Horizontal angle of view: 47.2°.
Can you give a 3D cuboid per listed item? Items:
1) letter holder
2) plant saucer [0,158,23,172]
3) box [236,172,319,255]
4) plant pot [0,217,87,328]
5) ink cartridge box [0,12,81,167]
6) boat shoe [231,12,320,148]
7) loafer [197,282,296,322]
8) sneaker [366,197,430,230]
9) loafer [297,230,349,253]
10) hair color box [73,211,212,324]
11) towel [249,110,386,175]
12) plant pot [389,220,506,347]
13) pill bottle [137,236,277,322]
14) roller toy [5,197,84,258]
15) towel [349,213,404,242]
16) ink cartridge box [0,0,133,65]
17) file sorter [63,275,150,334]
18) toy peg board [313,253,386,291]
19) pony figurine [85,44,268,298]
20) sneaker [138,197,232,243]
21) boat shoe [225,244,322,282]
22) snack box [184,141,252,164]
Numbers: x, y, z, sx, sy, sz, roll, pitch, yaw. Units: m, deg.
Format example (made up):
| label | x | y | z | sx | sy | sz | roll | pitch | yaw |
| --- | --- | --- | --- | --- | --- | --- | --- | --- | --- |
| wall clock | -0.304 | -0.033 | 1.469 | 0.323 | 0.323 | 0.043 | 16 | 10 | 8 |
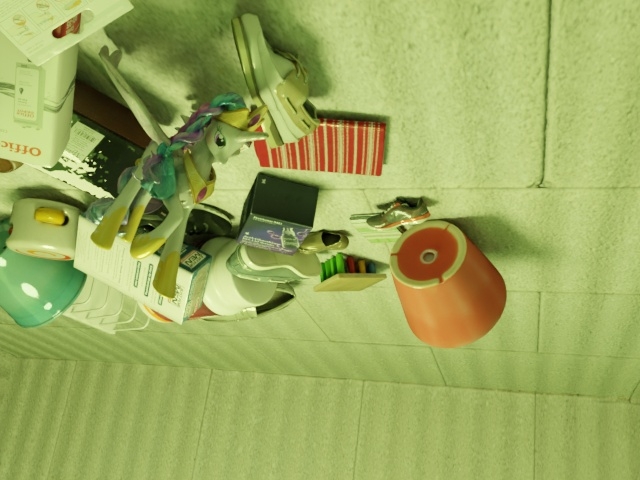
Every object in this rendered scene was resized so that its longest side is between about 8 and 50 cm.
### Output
| label | x | y | z | sx | sy | sz | roll | pitch | yaw |
| --- | --- | --- | --- | --- | --- | --- | --- | --- | --- |
| letter holder | -0.463 | -0.225 | 1.455 | 0.152 | 0.214 | 0.302 | -42 | 134 | 21 |
| plant saucer | -0.791 | -0.202 | 1.737 | 0.169 | 0.029 | 0.168 | 6 | 159 | 3 |
| box | -0.106 | -0.058 | 1.756 | 0.153 | 0.108 | 0.207 | 13 | 158 | -11 |
| plant pot | -0.880 | 0.078 | 2.168 | 0.272 | 0.271 | 0.255 | -5 | 140 | 27 |
| ink cartridge box | -0.505 | -0.277 | 1.171 | 0.207 | 0.117 | 0.283 | 11 | 122 | -10 |
| boat shoe | -0.073 | -0.276 | 1.245 | 0.103 | 0.113 | 0.302 | -16 | 154 | 2 |
| loafer | -0.231 | 0.192 | 2.279 | 0.320 | 0.112 | 0.111 | -14 | -170 | -20 |
| sneaker | 0.177 | -0.069 | 1.722 | 0.158 | 0.061 | 0.064 | -11 | 113 | 21 |
| loafer | 0.000 | 0.000 | 1.938 | 0.148 | 0.056 | 0.050 | -8 | 154 | 10 |
| hair color box | -0.465 | 0.056 | 1.910 | 0.347 | 0.105 | 0.173 | 26 | 123 | 12 |
| towel | -0.007 | -0.197 | 1.492 | 0.275 | 0.031 | 0.199 | 5 | 158 | 5 |
| plant pot | 0.303 | 0.096 | 1.826 | 0.275 | 0.275 | 0.243 | -4 | 145 | 27 |
| pill bottle | -0.325 | 0.110 | 2.079 | 0.392 | 0.224 | 0.224 | -11 | 151 | 38 |
| roller toy | -0.734 | -0.035 | 1.962 | 0.191 | 0.146 | 0.209 | 2 | 168 | 18 |
| towel | 0.150 | -0.031 | 1.859 | 0.113 | 0.023 | 0.152 | -1 | 158 | 26 |
| ink cartridge box | -0.408 | -0.381 | 1.022 | 0.189 | 0.066 | 0.232 | -26 | 142 | 14 |
| file sorter | -0.701 | 0.169 | 2.391 | 0.173 | 0.192 | 0.278 | -9 | 153 | 29 |
| toy peg board | 0.080 | 0.092 | 2.127 | 0.161 | 0.079 | 0.161 | 1 | 163 | -27 |
| pony figurine | -0.261 | -0.137 | 1.277 | 0.303 | 0.363 | 0.351 | 22 | -164 | -48 |
| sneaker | -0.369 | -0.037 | 1.870 | 0.283 | 0.124 | 0.107 | 17 | 156 | -23 |
| boat shoe | -0.121 | 0.059 | 1.959 | 0.099 | 0.116 | 0.319 | -31 | 157 | 31 |
| snack box | -0.217 | -0.197 | 1.536 | 0.064 | 0.022 | 0.178 | 41 | 148 | -26 |
